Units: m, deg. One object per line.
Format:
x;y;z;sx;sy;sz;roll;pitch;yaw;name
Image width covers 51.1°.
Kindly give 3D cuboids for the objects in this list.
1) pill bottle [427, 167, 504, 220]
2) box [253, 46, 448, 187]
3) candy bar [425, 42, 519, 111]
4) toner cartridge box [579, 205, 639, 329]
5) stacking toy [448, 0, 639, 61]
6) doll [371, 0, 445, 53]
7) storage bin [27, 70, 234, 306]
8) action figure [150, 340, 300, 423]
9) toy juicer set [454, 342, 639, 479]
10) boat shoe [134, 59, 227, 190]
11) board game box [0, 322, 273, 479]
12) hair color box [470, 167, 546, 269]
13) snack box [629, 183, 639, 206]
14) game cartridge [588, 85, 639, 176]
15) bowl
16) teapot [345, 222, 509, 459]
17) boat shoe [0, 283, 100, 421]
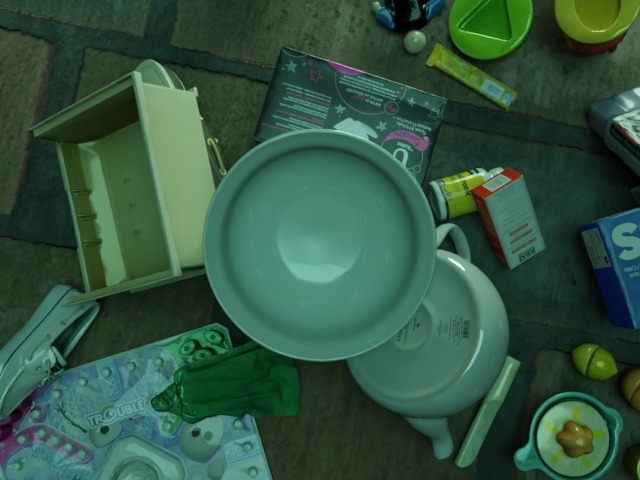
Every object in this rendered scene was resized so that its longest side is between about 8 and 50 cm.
0.232;-0.076;1.046;0.116;0.065;0.065;-16;85;-4;pill bottle
0.039;-0.163;1.000;0.247;0.163;0.142;18;87;-1;box
0.248;-0.263;1.088;0.161;0.018;0.040;32;88;1;candy bar
0.582;0.000;0.985;0.347;0.075;0.165;-18;87;-1;toner cartridge box
0.347;-0.423;1.088;0.279;0.130;0.309;-14;82;23;stacking toy
0.145;-0.396;1.082;0.129;0.046;0.189;-7;85;5;doll
-0.276;-0.060;0.943;0.260;0.123;0.262;-15;86;33;storage bin
-0.133;0.204;0.949;0.232;0.063;0.137;-4;80;-43;action figure
0.379;0.258;1.007;0.329;0.089;0.209;6;85;-1;toy juicer set
-0.201;-0.119;1.022;0.116;0.096;0.324;-27;80;37;boat shoe
-0.275;0.365;0.997;0.390;0.050;0.390;-17;85;-3;board game box
0.288;-0.032;1.020;0.072;0.043;0.141;-31;120;-5;hair color box
0.683;-0.073;1.061;0.322;0.060;0.187;-26;87;-3;snack box
0.578;-0.129;0.959;0.230;0.068;0.355;-17;44;-6;game cartridge
0.000;0.000;0.900;0.297;0.134;0.298;0;99;1;bowl
0.168;0.136;0.971;0.256;0.187;0.252;-46;54;13;teapot
-0.403;0.165;0.965;0.075;0.083;0.226;19;65;11;boat shoe
